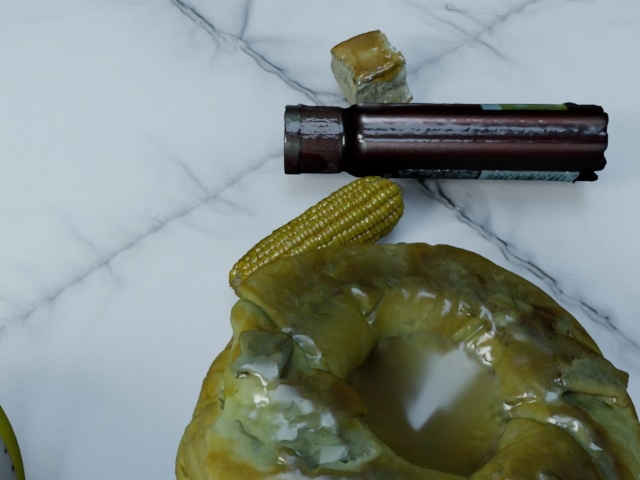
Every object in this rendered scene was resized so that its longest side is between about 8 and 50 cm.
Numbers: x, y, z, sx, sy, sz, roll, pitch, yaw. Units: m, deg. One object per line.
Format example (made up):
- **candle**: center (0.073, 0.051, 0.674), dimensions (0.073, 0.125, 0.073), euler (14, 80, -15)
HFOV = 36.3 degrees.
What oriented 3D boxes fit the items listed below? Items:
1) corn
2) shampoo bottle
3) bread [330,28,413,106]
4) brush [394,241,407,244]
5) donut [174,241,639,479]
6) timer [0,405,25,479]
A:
- **corn**: center (0.000, 0.000, 0.952), dimensions (0.207, 0.068, 0.068), euler (-34, 57, -23)
- **shampoo bottle**: center (0.124, -0.104, 1.013), dimensions (0.323, 0.084, 0.129), euler (1, 6, 2)
- **bread**: center (0.058, -0.186, 1.109), dimensions (0.070, 0.077, 0.083), euler (-24, 53, -5)
- **brush**: center (0.031, 0.096, 0.903), dimensions (0.062, 0.027, 0.266), euler (20, 49, 16)
- **donut**: center (0.062, 0.155, 0.736), dimensions (0.360, 0.170, 0.360), euler (9, 42, -8)
- **timer**: center (-0.345, 0.180, 0.712), dimensions (0.285, 0.285, 0.285), euler (0, 50, 0)
